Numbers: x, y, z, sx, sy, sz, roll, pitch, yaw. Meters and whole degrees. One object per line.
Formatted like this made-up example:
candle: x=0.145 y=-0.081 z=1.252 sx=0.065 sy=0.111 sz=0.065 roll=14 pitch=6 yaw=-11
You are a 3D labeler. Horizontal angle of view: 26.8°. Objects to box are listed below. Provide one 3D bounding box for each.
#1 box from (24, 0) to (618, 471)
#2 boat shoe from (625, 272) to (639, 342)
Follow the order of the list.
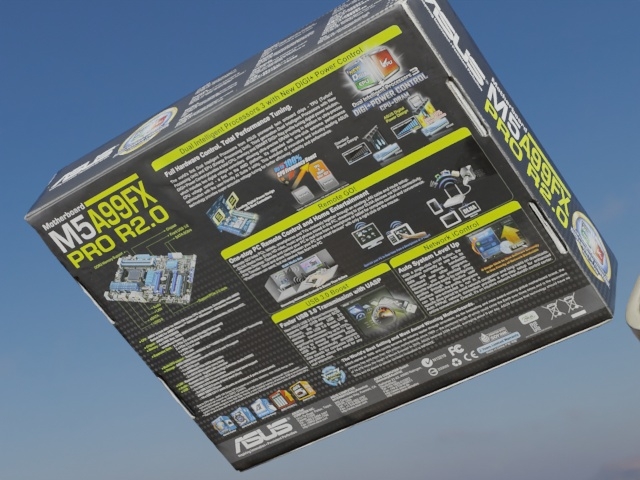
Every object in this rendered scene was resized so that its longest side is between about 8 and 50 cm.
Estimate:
box: x=0.000 y=0.000 z=0.770 sx=0.270 sy=0.216 sz=0.060 roll=-27 pitch=21 yaw=27
boat shoe: x=0.181 y=0.007 z=0.549 sx=0.075 sy=0.065 sz=0.206 roll=-29 pitch=10 yaw=38
